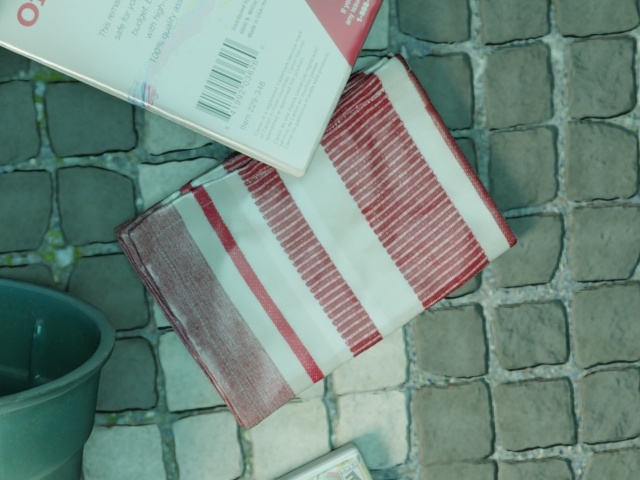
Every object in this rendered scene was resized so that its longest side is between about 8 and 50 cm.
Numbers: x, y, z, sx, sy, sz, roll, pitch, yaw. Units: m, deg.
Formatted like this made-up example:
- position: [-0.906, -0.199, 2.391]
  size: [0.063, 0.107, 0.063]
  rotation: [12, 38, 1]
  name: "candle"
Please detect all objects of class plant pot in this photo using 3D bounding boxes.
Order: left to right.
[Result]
- position: [-0.350, 0.235, 1.301]
  size: [0.341, 0.341, 0.334]
  rotation: [1, 106, -10]
  name: "plant pot"

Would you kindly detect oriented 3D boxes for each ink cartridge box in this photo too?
- position: [-0.109, -0.217, 1.344]
  size: [0.306, 0.131, 0.226]
  rotation: [25, 93, -3]
  name: "ink cartridge box"

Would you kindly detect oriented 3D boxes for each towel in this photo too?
- position: [0.000, 0.000, 1.459]
  size: [0.329, 0.037, 0.237]
  rotation: [-34, 103, -3]
  name: "towel"

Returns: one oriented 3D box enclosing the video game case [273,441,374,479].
- position: [-0.024, 0.340, 1.509]
  size: [0.227, 0.026, 0.206]
  rotation: [-26, 102, -5]
  name: "video game case"
